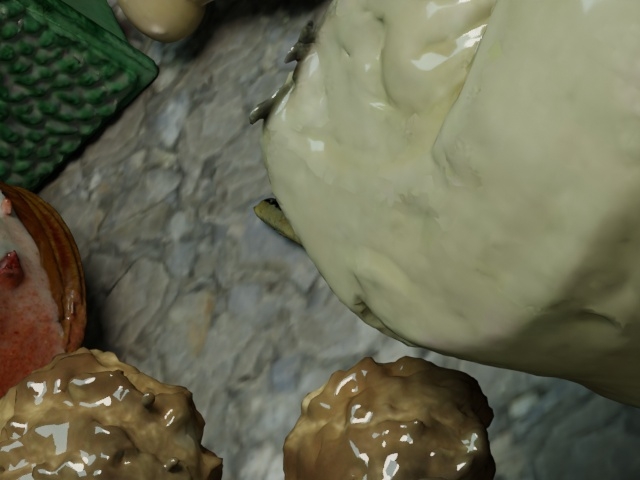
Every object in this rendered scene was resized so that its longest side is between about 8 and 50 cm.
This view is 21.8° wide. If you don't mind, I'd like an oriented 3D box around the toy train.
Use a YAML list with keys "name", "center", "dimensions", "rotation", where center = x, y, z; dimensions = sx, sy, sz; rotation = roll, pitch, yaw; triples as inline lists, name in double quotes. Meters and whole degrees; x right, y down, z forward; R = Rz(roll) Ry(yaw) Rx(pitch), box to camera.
- name: "toy train"
  center: [-0.232, -0.154, 0.920]
  dimensions: [0.145, 0.266, 0.202]
  rotation: [-41, 51, 16]

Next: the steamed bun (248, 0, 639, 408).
- name: "steamed bun"
  center: [0.153, -0.082, 0.492]
  dimensions: [0.206, 0.275, 0.320]
  rotation: [42, 110, 14]

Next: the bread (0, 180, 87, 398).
- name: "bread"
  center: [-0.208, 0.057, 0.838]
  dimensions: [0.212, 0.142, 0.224]
  rotation: [-12, 64, 44]

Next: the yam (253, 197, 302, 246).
- name: "yam"
  center: [0.000, 0.000, 0.762]
  dimensions: [0.014, 0.014, 0.107]
  rotation: [-56, 38, -3]

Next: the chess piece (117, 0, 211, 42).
- name: "chess piece"
  center: [0.005, -0.210, 0.836]
  dimensions: [0.307, 0.139, 0.124]
  rotation: [-32, 13, 30]

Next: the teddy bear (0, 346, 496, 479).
- name: "teddy bear"
  center: [-0.008, 0.191, 0.467]
  dimensions: [0.222, 0.246, 0.296]
  rotation: [-162, 75, -68]
